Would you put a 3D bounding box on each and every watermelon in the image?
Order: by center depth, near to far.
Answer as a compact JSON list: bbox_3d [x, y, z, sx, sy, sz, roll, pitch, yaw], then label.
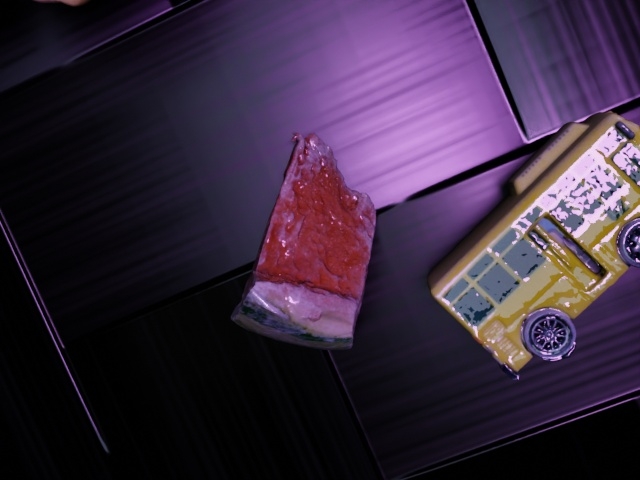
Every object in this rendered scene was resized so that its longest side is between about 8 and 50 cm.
[{"bbox_3d":[-0.008,0.019,0.508,0.098,0.121,0.158,15,53,-10],"label":"watermelon"}]

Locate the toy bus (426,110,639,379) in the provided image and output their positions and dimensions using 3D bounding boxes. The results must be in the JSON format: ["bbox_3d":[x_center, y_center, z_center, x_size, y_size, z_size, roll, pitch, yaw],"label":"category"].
[{"bbox_3d":[0.160,-0.002,0.461,0.101,0.088,0.175,44,100,2],"label":"toy bus"}]

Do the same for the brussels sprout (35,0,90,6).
[{"bbox_3d":[-0.186,-0.299,0.359,0.344,0.268,0.344,8,66,-19],"label":"brussels sprout"}]
